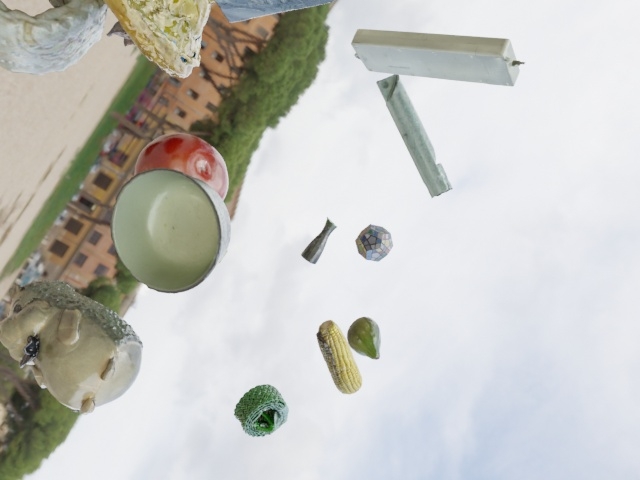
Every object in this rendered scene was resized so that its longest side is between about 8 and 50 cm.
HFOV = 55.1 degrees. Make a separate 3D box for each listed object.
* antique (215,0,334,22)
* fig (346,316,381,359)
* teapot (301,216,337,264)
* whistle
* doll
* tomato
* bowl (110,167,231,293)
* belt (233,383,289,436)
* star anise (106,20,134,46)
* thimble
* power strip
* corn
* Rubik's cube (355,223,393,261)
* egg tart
[{"bbox_3d":[-0.063,-0.391,0.890,0.088,0.183,0.086,40,43,-76],"label":"antique"},{"bbox_3d":[0.161,0.334,2.061,0.123,0.123,0.156,-55,-135,6],"label":"fig"},{"bbox_3d":[0.000,0.000,1.430,0.111,0.043,0.043,-57,-159,8],"label":"teapot"},{"bbox_3d":[0.225,-0.250,1.468,0.062,0.312,0.062,-26,-179,1],"label":"whistle"},{"bbox_3d":[-0.576,0.229,1.399,0.247,0.349,0.247,-41,157,-21],"label":"doll"},{"bbox_3d":[-0.278,-0.128,1.258,0.136,0.195,0.195,-13,-134,41],"label":"tomato"},{"bbox_3d":[-0.243,-0.024,1.064,0.211,0.211,0.112,-49,173,19],"label":"bowl"},{"bbox_3d":[-0.135,0.421,1.488,0.121,0.151,0.079,-43,-127,-2],"label":"belt"},{"bbox_3d":[-0.435,-0.541,1.519,0.208,0.063,0.172,-19,179,42],"label":"star anise"},{"bbox_3d":[-0.607,-0.506,1.307,0.195,0.291,0.291,-36,-152,58],"label":"thimble"},{"bbox_3d":[0.229,-0.366,1.224,0.367,0.106,0.043,17,-102,33],"label":"power strip"},{"bbox_3d":[0.045,0.286,1.489,0.072,0.203,0.072,-18,-158,7],"label":"corn"},{"bbox_3d":[0.155,0.007,1.774,0.111,0.111,0.093,-57,162,-1],"label":"Rubik's cube"},{"bbox_3d":[-0.327,-0.496,1.151,0.169,0.388,0.388,-32,-155,8],"label":"egg tart"}]
